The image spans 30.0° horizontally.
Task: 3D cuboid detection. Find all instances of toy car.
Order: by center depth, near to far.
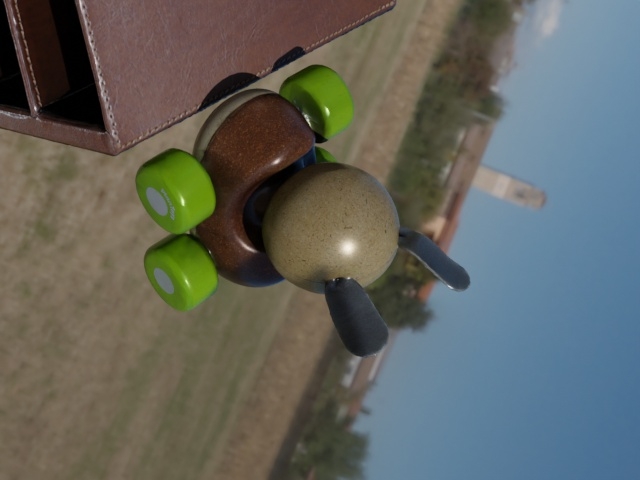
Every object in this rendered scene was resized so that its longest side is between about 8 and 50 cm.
[{"bbox_3d":[0.000,0.000,0.777,0.155,0.188,0.149,-35,148,-30],"label":"toy car"}]

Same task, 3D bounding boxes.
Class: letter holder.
[{"bbox_3d":[-0.102,-0.222,0.818,0.302,0.152,0.214,-35,128,-41],"label":"letter holder"}]
